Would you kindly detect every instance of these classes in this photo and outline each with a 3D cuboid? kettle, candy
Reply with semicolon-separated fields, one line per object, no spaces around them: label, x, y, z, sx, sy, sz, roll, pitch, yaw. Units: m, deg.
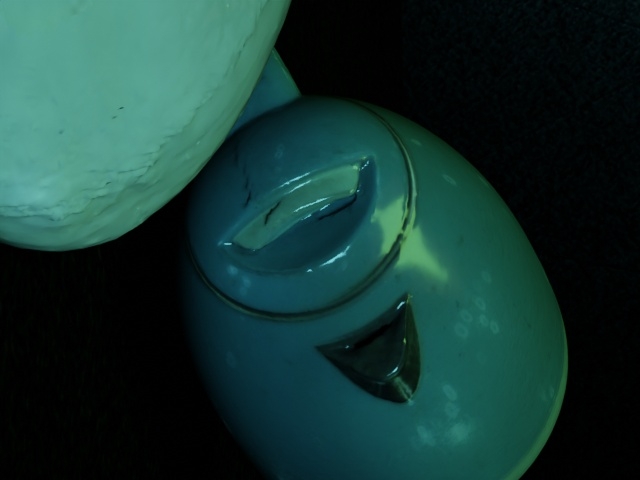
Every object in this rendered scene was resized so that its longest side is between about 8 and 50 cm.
kettle;0.000;0.000;1.283;0.319;0.247;0.342;59;1;28
candy;-0.087;-0.139;0.694;0.295;0.185;0.295;-1;90;-87
